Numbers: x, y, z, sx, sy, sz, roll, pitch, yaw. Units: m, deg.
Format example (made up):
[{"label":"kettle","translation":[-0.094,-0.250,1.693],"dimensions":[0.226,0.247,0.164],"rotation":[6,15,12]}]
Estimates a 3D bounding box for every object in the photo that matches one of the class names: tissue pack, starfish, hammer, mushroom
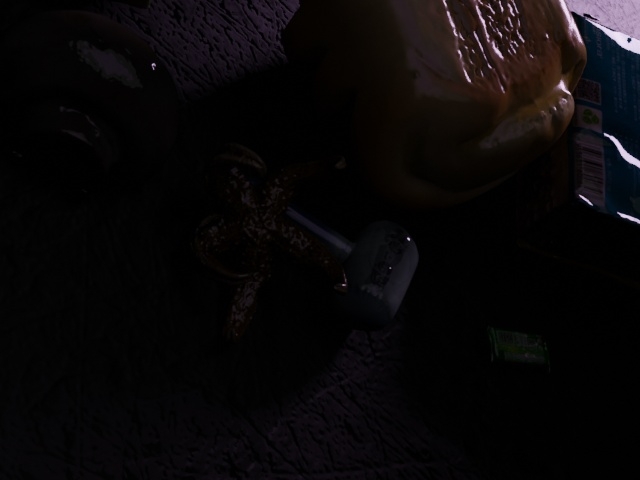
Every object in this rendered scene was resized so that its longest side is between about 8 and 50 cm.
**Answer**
[{"label":"tissue pack","translation":[0.316,-0.095,1.877],"dimensions":[0.192,0.134,0.271],"rotation":[21,54,-22]},{"label":"starfish","translation":[-0.046,0.005,1.547],"dimensions":[0.146,0.074,0.189],"rotation":[13,84,-13]},{"label":"hammer","translation":[0.000,0.000,1.623],"dimensions":[0.194,0.069,0.116],"rotation":[34,48,-8]},{"label":"mushroom","translation":[-0.204,-0.136,1.506],"dimensions":[0.188,0.117,0.141],"rotation":[27,39,-20]}]

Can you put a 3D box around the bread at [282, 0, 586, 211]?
[{"label":"bread","translation":[0.114,-0.172,1.722],"dimensions":[0.316,0.211,0.270],"rotation":[-22,88,-37]}]

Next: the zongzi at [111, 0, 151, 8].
[{"label":"zongzi","translation":[-0.215,-0.280,1.617],"dimensions":[0.109,0.055,0.119],"rotation":[7,49,-35]}]

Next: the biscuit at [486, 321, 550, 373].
[{"label":"biscuit","translation":[0.202,0.111,1.749],"dimensions":[0.089,0.016,0.046],"rotation":[10,61,-35]}]
